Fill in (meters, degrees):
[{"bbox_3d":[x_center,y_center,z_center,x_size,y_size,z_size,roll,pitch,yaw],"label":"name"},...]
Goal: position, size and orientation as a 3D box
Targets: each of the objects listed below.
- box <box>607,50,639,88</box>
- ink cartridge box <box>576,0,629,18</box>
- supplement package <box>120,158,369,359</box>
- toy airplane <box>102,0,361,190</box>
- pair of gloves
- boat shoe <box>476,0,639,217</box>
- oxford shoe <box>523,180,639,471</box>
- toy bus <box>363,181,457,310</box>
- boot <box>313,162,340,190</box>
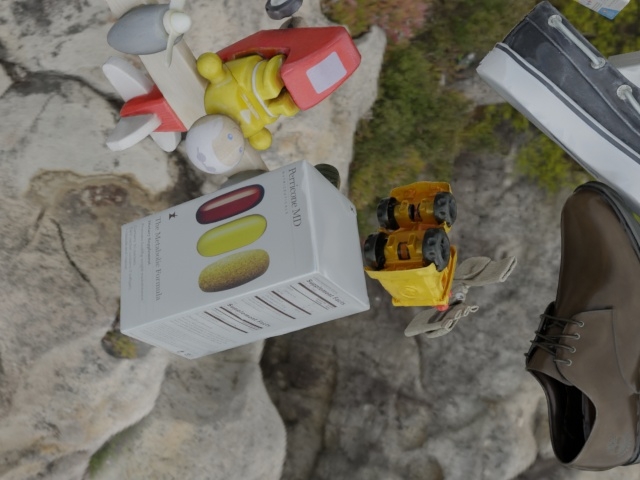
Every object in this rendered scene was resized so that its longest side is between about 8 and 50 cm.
[{"bbox_3d":[0.515,-0.232,1.241,0.170,0.091,0.130,-40,120,-58],"label":"box"},{"bbox_3d":[0.458,-0.454,1.281,0.143,0.092,0.090,28,90,4],"label":"ink cartridge box"},{"bbox_3d":[-0.087,0.028,0.860,0.134,0.244,0.139,37,40,-55],"label":"supplement package"},{"bbox_3d":[-0.173,-0.202,1.167,0.386,0.384,0.273,16,44,-14],"label":"toy airplane"},{"bbox_3d":[0.294,0.114,1.640,0.240,0.204,0.042,-44,101,-20],"label":"pair of gloves"},{"bbox_3d":[0.273,-0.087,0.640,0.102,0.301,0.108,-48,160,13],"label":"boat shoe"},{"bbox_3d":[0.205,0.069,0.586,0.096,0.083,0.227,-6,92,-20],"label":"oxford shoe"},{"bbox_3d":[0.200,0.027,1.467,0.211,0.149,0.220,54,42,-39],"label":"toy bus"},{"bbox_3d":[0.000,0.000,1.547,0.269,0.089,0.236,76,36,-66],"label":"boot"}]
